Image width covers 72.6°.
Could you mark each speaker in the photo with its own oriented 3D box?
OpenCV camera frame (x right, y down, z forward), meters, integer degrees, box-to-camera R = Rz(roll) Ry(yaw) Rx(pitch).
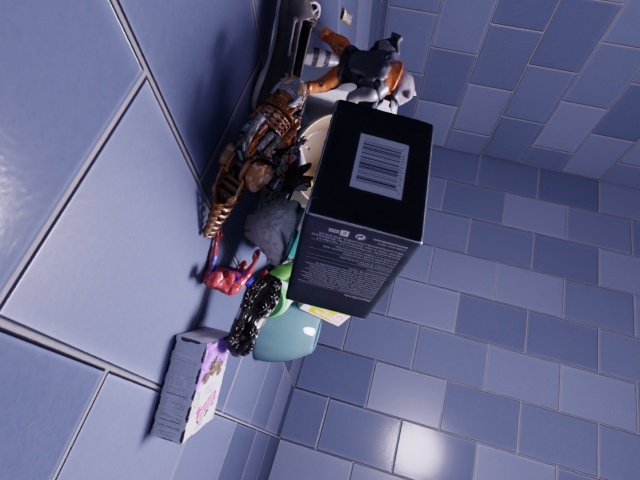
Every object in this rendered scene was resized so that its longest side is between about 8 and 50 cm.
[{"bbox_3d":[-0.128,0.147,1.363,0.296,0.131,0.131,-36,140,-78],"label":"speaker"}]

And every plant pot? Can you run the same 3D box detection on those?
[{"bbox_3d":[-0.103,0.315,1.587,0.290,0.195,0.290,13,90,-82],"label":"plant pot"},{"bbox_3d":[0.027,-0.268,1.376,0.191,0.284,0.284,-126,-137,-61],"label":"plant pot"}]

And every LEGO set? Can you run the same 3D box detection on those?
[{"bbox_3d":[-0.058,-0.237,1.152,0.182,0.060,0.244,-60,140,-60],"label":"LEGO set"}]

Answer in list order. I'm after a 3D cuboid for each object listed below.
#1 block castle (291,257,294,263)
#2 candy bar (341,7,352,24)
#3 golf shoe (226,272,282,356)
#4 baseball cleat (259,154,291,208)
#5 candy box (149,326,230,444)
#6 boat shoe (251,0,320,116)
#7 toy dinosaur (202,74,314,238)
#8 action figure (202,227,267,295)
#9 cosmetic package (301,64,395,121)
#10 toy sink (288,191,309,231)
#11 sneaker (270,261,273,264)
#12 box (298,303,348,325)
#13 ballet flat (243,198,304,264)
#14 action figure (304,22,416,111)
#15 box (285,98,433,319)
[{"bbox_3d":[0.000,0.000,1.748,0.303,0.213,0.453,79,17,-46],"label":"block castle"},{"bbox_3d":[0.098,-0.833,1.623,0.161,0.018,0.040,-56,158,-66],"label":"candy bar"},{"bbox_3d":[-0.152,0.162,0.959,0.198,0.077,0.094,-61,-174,-29],"label":"golf shoe"},{"bbox_3d":[-0.110,-0.140,1.189,0.109,0.072,0.205,91,16,-57],"label":"baseball cleat"},{"bbox_3d":[-0.258,0.288,0.900,0.165,0.070,0.196,34,69,-82],"label":"candy box"},{"bbox_3d":[-0.049,-0.407,0.900,0.112,0.096,0.335,-50,161,-69],"label":"boat shoe"},{"bbox_3d":[-0.129,-0.153,0.813,0.322,0.164,0.218,-33,178,10],"label":"toy dinosaur"},{"bbox_3d":[-0.179,0.046,0.970,0.280,0.091,0.139,-12,123,-82],"label":"action figure"},{"bbox_3d":[0.097,-0.428,1.358,0.377,0.285,0.097,35,66,-82],"label":"cosmetic package"},{"bbox_3d":[-0.047,-0.092,1.506,0.234,0.131,0.152,-75,174,-46],"label":"toy sink"},{"bbox_3d":[-0.127,0.004,1.367,0.084,0.058,0.152,-54,152,-48],"label":"sneaker"},{"bbox_3d":[0.022,0.206,1.548,0.114,0.203,0.103,-44,-142,20],"label":"box"},{"bbox_3d":[-0.118,-0.012,1.045,0.409,0.147,0.147,114,-9,-80],"label":"ballet flat"},{"bbox_3d":[0.070,-0.381,1.082,0.178,0.330,0.341,-19,123,-80],"label":"action figure"},{"bbox_3d":[0.072,-0.046,0.963,0.395,0.212,0.293,107,-3,-59],"label":"box"}]
